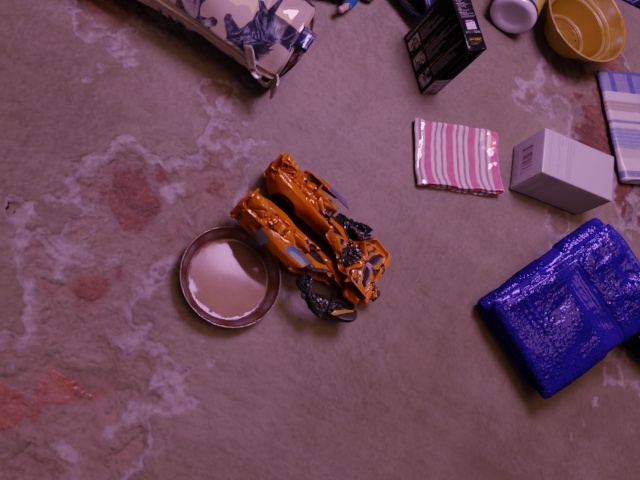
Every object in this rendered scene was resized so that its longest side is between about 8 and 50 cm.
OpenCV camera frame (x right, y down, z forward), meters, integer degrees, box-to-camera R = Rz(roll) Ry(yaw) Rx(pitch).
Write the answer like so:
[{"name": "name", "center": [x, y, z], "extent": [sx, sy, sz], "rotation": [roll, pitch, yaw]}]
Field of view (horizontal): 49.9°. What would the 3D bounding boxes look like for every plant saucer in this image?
[{"name": "plant saucer", "center": [-0.147, 0.061, 1.117], "extent": [0.169, 0.029, 0.168], "rotation": [7, 71, -23]}]

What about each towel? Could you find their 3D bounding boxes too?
[{"name": "towel", "center": [0.475, 0.122, 1.290], "extent": [0.308, 0.076, 0.227], "rotation": [-33, 83, -10]}, {"name": "towel", "center": [0.749, -0.259, 1.601], "extent": [0.209, 0.034, 0.284], "rotation": [0, 73, -21]}, {"name": "towel", "center": [0.275, -0.167, 1.368], "extent": [0.197, 0.029, 0.144], "rotation": [5, 72, -22]}]

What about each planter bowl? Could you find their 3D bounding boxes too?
[{"name": "planter bowl", "center": [0.574, -0.480, 1.555], "extent": [0.217, 0.090, 0.217], "rotation": [7, 72, -22]}]

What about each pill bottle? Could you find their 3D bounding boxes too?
[{"name": "pill bottle", "center": [0.449, -0.552, 1.514], "extent": [0.103, 0.103, 0.184], "rotation": [33, 65, -12]}]

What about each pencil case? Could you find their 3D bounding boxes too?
[{"name": "pencil case", "center": [-0.205, -0.419, 1.158], "extent": [0.410, 0.160, 0.183], "rotation": [29, 51, -14]}]

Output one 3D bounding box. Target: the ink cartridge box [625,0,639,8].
[{"name": "ink cartridge box", "center": [0.819, -0.619, 1.699], "extent": [0.207, 0.097, 0.046], "rotation": [16, 69, -18]}]

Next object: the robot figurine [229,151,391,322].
[{"name": "robot figurine", "center": [0.000, 0.000, 1.154], "extent": [0.291, 0.085, 0.211], "rotation": [42, 53, -11]}]

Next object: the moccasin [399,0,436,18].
[{"name": "moccasin", "center": [0.132, -0.589, 1.364], "extent": [0.342, 0.138, 0.117], "rotation": [41, 53, -7]}]

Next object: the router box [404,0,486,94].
[{"name": "router box", "center": [0.236, -0.382, 1.328], "extent": [0.046, 0.179, 0.133], "rotation": [-10, 79, -24]}]

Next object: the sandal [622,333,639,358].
[{"name": "sandal", "center": [0.679, 0.167, 1.376], "extent": [0.446, 0.107, 0.167], "rotation": [26, 83, -10]}]

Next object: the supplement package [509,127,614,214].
[{"name": "supplement package", "center": [0.496, -0.138, 1.413], "extent": [0.179, 0.105, 0.105], "rotation": [19, 67, -17]}]

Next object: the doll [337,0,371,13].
[{"name": "doll", "center": [0.031, -0.500, 1.348], "extent": [0.189, 0.046, 0.129], "rotation": [3, 64, -29]}]
